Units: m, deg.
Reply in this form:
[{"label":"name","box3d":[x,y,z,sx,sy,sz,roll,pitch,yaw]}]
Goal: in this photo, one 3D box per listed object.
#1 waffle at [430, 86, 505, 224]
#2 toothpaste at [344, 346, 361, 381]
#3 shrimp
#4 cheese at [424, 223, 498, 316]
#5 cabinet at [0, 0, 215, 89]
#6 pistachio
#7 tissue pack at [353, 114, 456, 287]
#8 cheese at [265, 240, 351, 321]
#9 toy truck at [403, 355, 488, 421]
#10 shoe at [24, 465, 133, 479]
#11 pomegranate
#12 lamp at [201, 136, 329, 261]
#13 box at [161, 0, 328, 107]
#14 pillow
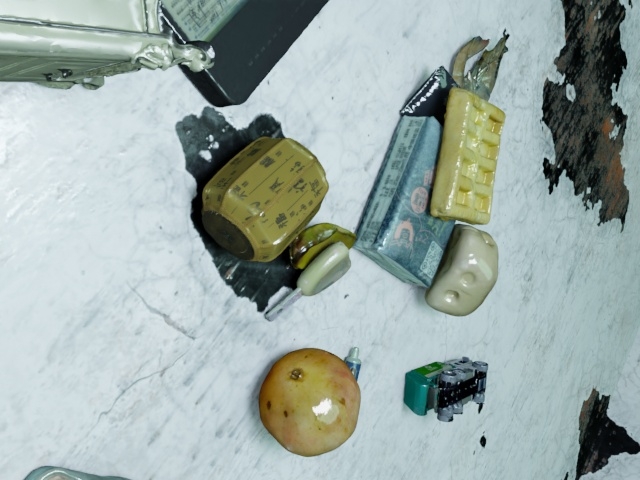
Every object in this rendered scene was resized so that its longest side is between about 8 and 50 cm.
[{"label":"waffle","box3d":[0.310,-0.170,1.148,0.168,0.057,0.273,11,88,-45]},{"label":"toothpaste","box3d":[0.053,0.320,1.152,0.057,0.035,0.197,15,89,-29]},{"label":"shrimp","box3d":[0.368,-0.413,1.313,0.145,0.059,0.254,27,83,-34]},{"label":"cheese","box3d":[0.323,0.061,1.252,0.117,0.235,0.217,22,61,-2]},{"label":"cabinet","box3d":[-0.314,-0.256,0.508,0.318,0.290,0.227,-13,105,-43]},{"label":"pistachio","box3d":[0.000,0.000,1.027,0.173,0.049,0.089,-15,139,-47]},{"label":"tissue pack","box3d":[0.213,-0.079,1.187,0.228,0.103,0.315,34,74,-45]},{"label":"cheese","box3d":[-0.023,0.082,1.008,0.192,0.037,0.097,-39,153,-13]},{"label":"toy truck","box3d":[0.310,0.357,1.348,0.254,0.124,0.114,-4,101,-46]},{"label":"shoe","box3d":[-0.317,0.371,0.768,0.195,0.078,0.079,39,69,-37]},{"label":"pomegranate","box3d":[-0.014,0.287,0.977,0.191,0.191,0.191,-10,104,-43]},{"label":"lamp","box3d":[-0.087,-0.066,0.862,0.185,0.161,0.161,-51,128,-27]},{"label":"box","box3d":[-0.107,-0.393,0.849,0.350,0.058,0.211,-55,128,-22]},{"label":"pillow","box3d":[0.278,-0.287,1.228,0.208,0.055,0.141,29,102,-44]}]
